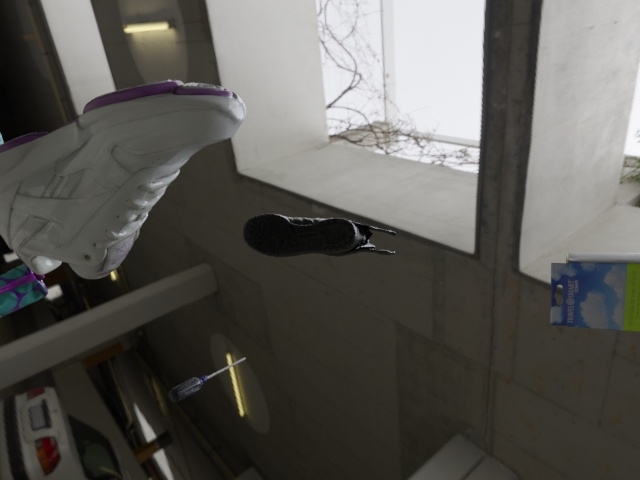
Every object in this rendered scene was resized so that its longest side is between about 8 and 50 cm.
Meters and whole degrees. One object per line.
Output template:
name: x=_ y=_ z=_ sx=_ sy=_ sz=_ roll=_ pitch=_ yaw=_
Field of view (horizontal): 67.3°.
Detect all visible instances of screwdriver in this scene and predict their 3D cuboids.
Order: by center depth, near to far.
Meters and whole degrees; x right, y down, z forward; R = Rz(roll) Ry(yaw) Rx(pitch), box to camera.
screwdriver: x=-0.170 y=0.208 z=0.750 sx=0.024 sy=0.170 sz=0.025 roll=-30 pitch=-94 yaw=28

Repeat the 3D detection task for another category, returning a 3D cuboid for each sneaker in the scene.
sneaker: x=-0.189 y=-0.052 z=0.455 sx=0.305 sy=0.114 sz=0.152 roll=-15 pitch=-75 yaw=24
sneaker: x=0.000 y=-0.003 z=0.580 sx=0.170 sy=0.089 sz=0.051 roll=1 pitch=-94 yaw=21

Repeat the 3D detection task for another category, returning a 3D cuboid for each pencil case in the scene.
pencil case: x=-0.500 y=0.090 z=0.723 sx=0.064 sy=0.151 sz=0.070 roll=57 pitch=-41 yaw=1

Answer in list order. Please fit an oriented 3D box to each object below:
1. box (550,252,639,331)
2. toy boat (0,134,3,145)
box: x=0.425 y=0.073 z=0.682 sx=0.178 sy=0.042 sz=0.109 roll=0 pitch=-70 yaw=25
toy boat: x=-0.547 y=-0.129 z=0.810 sx=0.267 sy=0.148 sz=0.318 roll=42 pitch=-10 yaw=31
